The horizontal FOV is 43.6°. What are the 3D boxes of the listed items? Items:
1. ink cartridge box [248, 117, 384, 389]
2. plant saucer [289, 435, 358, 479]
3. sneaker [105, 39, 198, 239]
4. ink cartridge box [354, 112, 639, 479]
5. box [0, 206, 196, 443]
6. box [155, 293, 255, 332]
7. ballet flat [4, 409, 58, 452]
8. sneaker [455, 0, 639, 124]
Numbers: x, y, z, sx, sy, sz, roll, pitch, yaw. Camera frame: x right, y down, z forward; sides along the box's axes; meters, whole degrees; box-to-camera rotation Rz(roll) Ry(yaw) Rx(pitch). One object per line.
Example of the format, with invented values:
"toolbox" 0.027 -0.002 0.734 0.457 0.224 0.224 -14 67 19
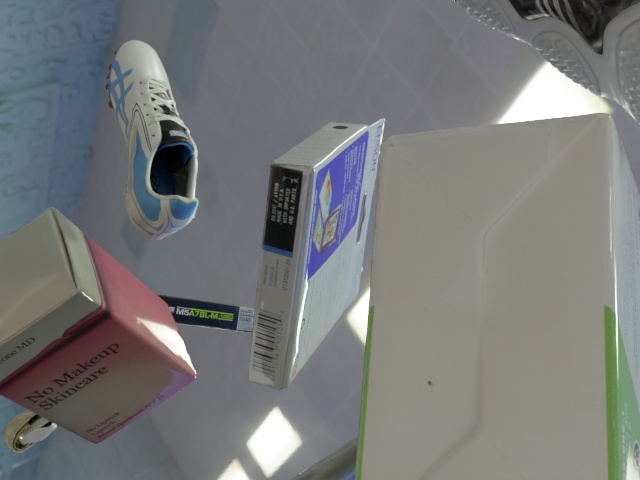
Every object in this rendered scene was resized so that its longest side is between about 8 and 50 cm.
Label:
"ink cartridge box" 0.000 0.000 0.746 0.045 0.208 0.206 14 -67 17
"plant saucer" 0.023 0.263 0.771 0.100 0.400 0.400 57 -33 16
"sneaker" -0.172 -0.118 0.859 0.086 0.085 0.237 -28 -116 32
"ink cartridge box" 0.150 0.095 0.493 0.119 0.353 0.207 -5 -112 28
"box" -0.265 0.100 0.864 0.127 0.148 0.232 58 3 37
"box" -0.208 0.114 1.275 0.184 0.190 0.045 1 -99 60
"ballet flat" -0.358 0.237 1.108 0.057 0.168 0.052 58 -7 -32
"sneaker" 0.211 -0.230 0.547 0.366 0.210 0.137 43 -6 19
